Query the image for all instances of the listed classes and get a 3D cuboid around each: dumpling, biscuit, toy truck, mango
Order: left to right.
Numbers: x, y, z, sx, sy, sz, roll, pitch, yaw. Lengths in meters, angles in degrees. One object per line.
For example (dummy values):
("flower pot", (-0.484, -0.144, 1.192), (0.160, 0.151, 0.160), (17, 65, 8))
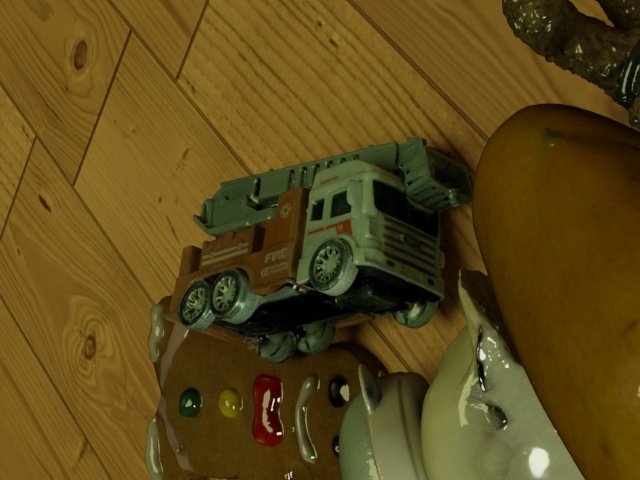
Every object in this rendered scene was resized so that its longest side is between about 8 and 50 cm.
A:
("biscuit", (-0.073, 0.181, 1.742), (0.432, 0.064, 0.283), (4, 94, 51))
("toy truck", (0.000, 0.000, 1.571), (0.338, 0.133, 0.184), (-18, 59, 44))
("dumpling", (0.173, 0.146, 1.365), (0.227, 0.175, 0.243), (-80, 4, -64))
("mango", (0.257, 0.067, 1.160), (0.232, 0.300, 0.445), (-39, 50, 4))

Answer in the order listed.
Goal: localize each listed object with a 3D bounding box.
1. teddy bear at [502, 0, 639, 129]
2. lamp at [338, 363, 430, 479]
("teddy bear", (0.276, -0.146, 1.226), (0.251, 0.182, 0.129), (35, 161, 21))
("lamp", (0.082, 0.236, 1.466), (0.108, 0.179, 0.246), (-23, 78, 12))
